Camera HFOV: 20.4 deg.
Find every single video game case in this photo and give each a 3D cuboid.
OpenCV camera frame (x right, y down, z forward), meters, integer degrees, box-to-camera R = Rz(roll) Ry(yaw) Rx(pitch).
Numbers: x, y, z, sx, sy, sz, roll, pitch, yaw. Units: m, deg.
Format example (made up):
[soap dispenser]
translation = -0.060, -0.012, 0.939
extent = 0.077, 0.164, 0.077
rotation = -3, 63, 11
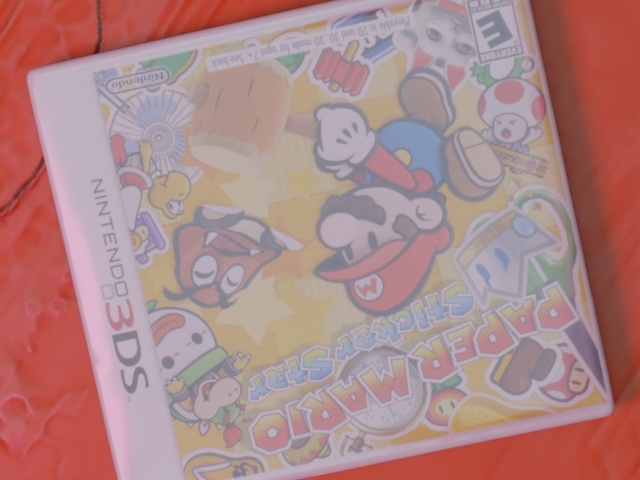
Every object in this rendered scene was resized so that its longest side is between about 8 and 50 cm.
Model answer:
[video game case]
translation = 0.000, 0.000, 0.795
extent = 0.227, 0.026, 0.206
rotation = -12, 94, 4
